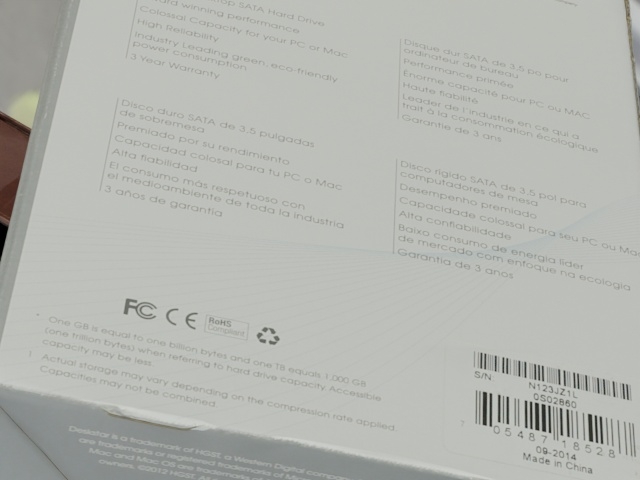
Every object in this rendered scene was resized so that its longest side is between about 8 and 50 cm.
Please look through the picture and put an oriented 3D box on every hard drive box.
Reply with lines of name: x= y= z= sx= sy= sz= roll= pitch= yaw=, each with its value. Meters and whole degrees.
hard drive box: x=0.000 y=0.000 z=0.570 sx=0.181 sy=0.232 sz=0.089 roll=13 pitch=134 yaw=-8

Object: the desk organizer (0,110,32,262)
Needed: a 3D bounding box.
desk organizer: x=-0.083 y=0.010 z=0.701 sx=0.130 sy=0.050 sz=0.047 roll=30 pitch=127 yaw=0
